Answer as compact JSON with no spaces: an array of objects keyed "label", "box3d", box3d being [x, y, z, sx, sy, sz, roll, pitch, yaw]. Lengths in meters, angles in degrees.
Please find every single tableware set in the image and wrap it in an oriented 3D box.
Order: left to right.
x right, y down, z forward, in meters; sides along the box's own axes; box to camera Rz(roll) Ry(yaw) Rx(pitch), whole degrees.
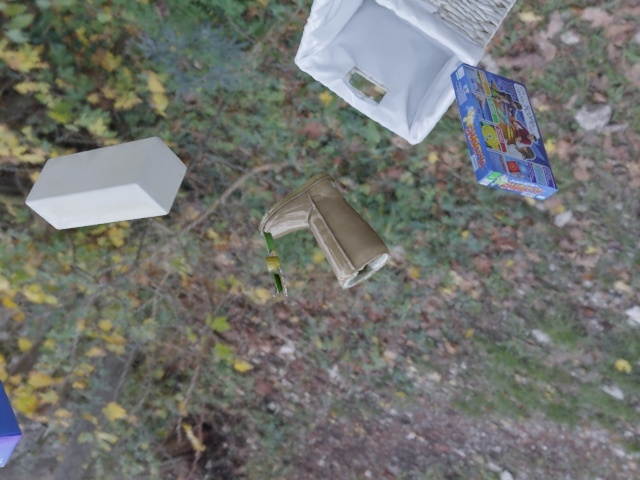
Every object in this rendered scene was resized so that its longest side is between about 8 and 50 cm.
[{"label":"tableware set","box3d":[-0.078,0.039,1.252,0.154,0.024,0.103,97,157,-81]}]

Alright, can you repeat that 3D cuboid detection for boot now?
[{"label":"boot","box3d":[0.000,0.000,1.782,0.089,0.236,0.269,21,-148,-57]}]

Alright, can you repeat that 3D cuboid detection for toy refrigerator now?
[{"label":"toy refrigerator","box3d":[-0.368,-0.092,1.331,0.270,0.102,0.094,-6,143,31]}]

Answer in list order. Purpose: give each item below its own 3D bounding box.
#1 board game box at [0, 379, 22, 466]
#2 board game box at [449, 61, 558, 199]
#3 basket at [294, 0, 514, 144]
[{"label":"board game box","box3d":[-0.626,0.192,1.165,0.233,0.078,0.347,7,-144,-48]},{"label":"board game box","box3d":[0.276,-0.166,1.171,0.136,0.201,0.035,11,147,-30]},{"label":"basket","box3d":[0.172,-0.436,1.550,0.328,0.266,0.331,34,156,1]}]
